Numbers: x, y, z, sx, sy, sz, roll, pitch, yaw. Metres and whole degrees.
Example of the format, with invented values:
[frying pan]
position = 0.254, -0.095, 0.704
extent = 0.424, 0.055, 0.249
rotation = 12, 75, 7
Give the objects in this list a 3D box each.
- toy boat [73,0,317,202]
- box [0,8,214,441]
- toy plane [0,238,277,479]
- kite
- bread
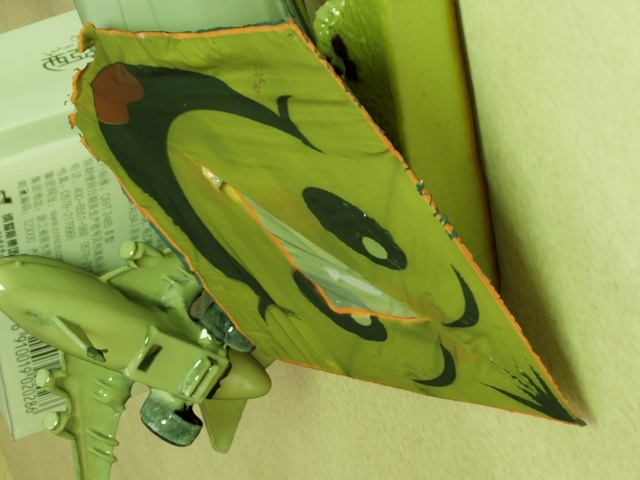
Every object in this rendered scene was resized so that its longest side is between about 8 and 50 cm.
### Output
[toy boat]
position = -0.050, -0.117, 0.944
extent = 0.141, 0.141, 0.269
rotation = 36, 146, 53
[box]
position = -0.141, -0.019, 1.152
extent = 0.116, 0.203, 0.274
rotation = 56, 158, 35
[toy plane]
position = -0.109, 0.062, 1.093
extent = 0.104, 0.242, 0.256
rotation = 41, -170, 32
[kite]
position = -0.001, 0.002, 0.898
extent = 0.327, 0.013, 0.377
rotation = 36, 157, 9
[bread]
position = 0.038, -0.071, 0.883
extent = 0.088, 0.049, 0.226
rotation = 31, 139, 55
